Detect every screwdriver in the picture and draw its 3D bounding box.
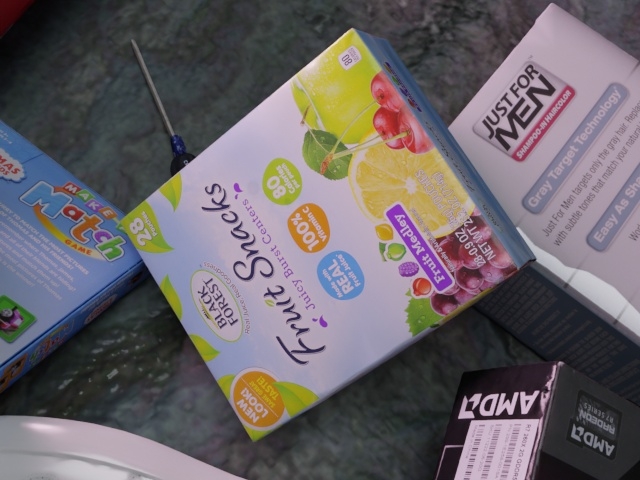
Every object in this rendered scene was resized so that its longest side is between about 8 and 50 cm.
[{"bbox_3d":[-0.114,-0.091,0.708,0.025,0.024,0.169,-26,68,15],"label":"screwdriver"}]

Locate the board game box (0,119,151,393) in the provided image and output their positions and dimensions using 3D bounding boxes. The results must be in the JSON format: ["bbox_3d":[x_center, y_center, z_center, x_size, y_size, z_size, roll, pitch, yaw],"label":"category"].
[{"bbox_3d":[-0.226,0.014,0.592,0.160,0.039,0.211,36,40,8],"label":"board game box"}]

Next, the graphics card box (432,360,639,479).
[{"bbox_3d":[0.140,0.280,0.506,0.233,0.094,0.370,31,64,-21],"label":"graphics card box"}]

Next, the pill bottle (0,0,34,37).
[{"bbox_3d":[-0.288,-0.244,0.637,0.229,0.229,0.407,31,68,6],"label":"pill bottle"}]

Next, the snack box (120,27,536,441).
[{"bbox_3d":[0.000,0.000,0.592,0.207,0.070,0.174,-37,80,22],"label":"snack box"}]

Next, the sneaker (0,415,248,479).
[{"bbox_3d":[-0.108,0.210,0.516,0.293,0.108,0.169,16,45,-1],"label":"sneaker"}]

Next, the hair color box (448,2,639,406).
[{"bbox_3d":[0.251,0.022,0.656,0.374,0.113,0.185,37,68,8],"label":"hair color box"}]
